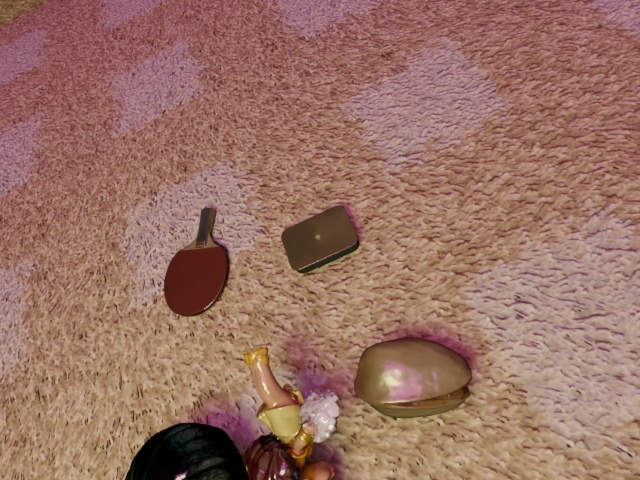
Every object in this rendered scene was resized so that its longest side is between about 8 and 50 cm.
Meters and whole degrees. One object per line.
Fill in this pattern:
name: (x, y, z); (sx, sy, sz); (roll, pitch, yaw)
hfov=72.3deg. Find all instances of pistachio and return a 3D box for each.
pistachio: (0.120, 0.180, 0.572); (0.149, 0.113, 0.113); (-6, 60, 17)

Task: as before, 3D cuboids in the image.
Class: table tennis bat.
table tennis bat: (-0.228, 0.036, 0.823); (0.130, 0.019, 0.220); (-6, 62, 16)

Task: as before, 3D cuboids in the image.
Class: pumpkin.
pumpkin: (-0.172, 0.336, 0.548); (0.202, 0.140, 0.201); (-11, 74, 41)

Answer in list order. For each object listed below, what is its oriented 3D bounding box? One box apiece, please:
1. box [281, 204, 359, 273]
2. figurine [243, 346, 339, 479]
box: (0.000, 0.000, 0.758); (0.126, 0.031, 0.091); (-26, 57, 4)
figurine: (-0.038, 0.252, 0.548); (0.116, 0.175, 0.240); (-7, 78, -12)
